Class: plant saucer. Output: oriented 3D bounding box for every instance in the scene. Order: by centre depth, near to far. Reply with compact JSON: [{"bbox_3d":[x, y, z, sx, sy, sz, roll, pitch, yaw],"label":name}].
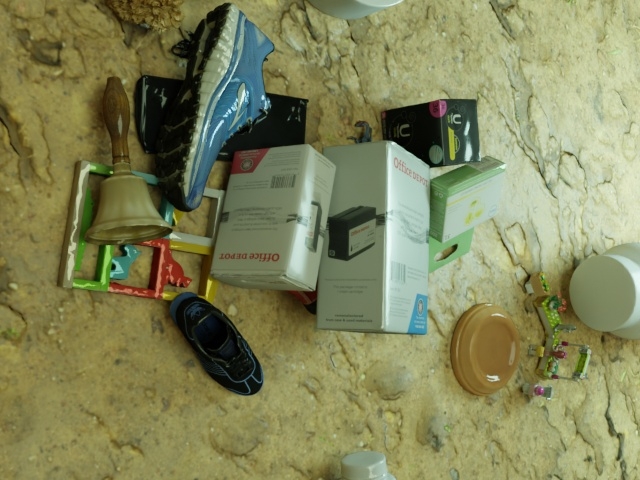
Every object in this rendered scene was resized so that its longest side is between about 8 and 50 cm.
[{"bbox_3d":[0.361,0.234,1.669,0.200,0.037,0.200,1,89,-36],"label":"plant saucer"}]

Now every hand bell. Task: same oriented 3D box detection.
[{"bbox_3d":[-0.291,-0.124,1.139,0.126,0.126,0.242,-1,78,-36],"label":"hand bell"}]

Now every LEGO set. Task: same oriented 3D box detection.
[{"bbox_3d":[0.534,0.214,1.750,0.132,0.107,0.287,6,86,-36],"label":"LEGO set"}]

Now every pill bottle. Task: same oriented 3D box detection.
[{"bbox_3d":[0.089,0.501,1.422,0.117,0.117,0.215,-10,95,-35],"label":"pill bottle"},{"bbox_3d":[0.792,0.117,1.862,0.407,0.229,0.229,0,90,-35],"label":"pill bottle"}]

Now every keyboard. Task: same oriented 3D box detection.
[{"bbox_3d":[-0.156,-0.233,1.304,0.317,0.033,0.202,2,94,-37],"label":"keyboard"}]

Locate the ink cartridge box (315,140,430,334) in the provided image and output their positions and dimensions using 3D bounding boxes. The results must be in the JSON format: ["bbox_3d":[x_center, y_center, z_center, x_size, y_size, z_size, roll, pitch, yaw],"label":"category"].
[{"bbox_3d":[0.097,0.005,1.348,0.223,0.129,0.308,17,73,-63],"label":"ink cartridge box"}]

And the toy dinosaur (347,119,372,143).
[{"bbox_3d":[0.078,-0.183,1.480,0.090,0.047,0.082,73,30,-58],"label":"toy dinosaur"}]

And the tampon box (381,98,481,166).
[{"bbox_3d":[0.209,-0.198,1.485,0.101,0.161,0.120,-8,94,-36],"label":"tampon box"}]

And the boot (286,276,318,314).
[{"bbox_3d":[0.000,0.000,1.393,0.176,0.088,0.244,44,58,-42],"label":"boot"}]

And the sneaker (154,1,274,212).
[{"bbox_3d":[-0.148,-0.195,1.215,0.147,0.129,0.330,24,79,-33],"label":"sneaker"}]

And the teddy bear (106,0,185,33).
[{"bbox_3d":[-0.208,-0.481,1.219,0.338,0.113,0.245,-38,109,-30],"label":"teddy bear"}]

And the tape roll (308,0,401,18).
[{"bbox_3d":[0.063,-0.554,1.421,0.286,0.100,0.286,1,89,-36],"label":"tape roll"}]

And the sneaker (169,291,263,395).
[{"bbox_3d":[-0.153,0.181,1.249,0.081,0.090,0.232,-44,123,-13],"label":"sneaker"}]

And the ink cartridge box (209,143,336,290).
[{"bbox_3d":[-0.075,-0.033,1.255,0.092,0.158,0.218,32,64,-51],"label":"ink cartridge box"}]

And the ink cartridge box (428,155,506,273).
[{"bbox_3d":[0.274,-0.035,1.534,0.171,0.056,0.235,-24,131,-34],"label":"ink cartridge box"}]

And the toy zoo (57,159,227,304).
[{"bbox_3d":[-0.252,-0.003,1.232,0.293,0.030,0.192,12,82,-35],"label":"toy zoo"}]
